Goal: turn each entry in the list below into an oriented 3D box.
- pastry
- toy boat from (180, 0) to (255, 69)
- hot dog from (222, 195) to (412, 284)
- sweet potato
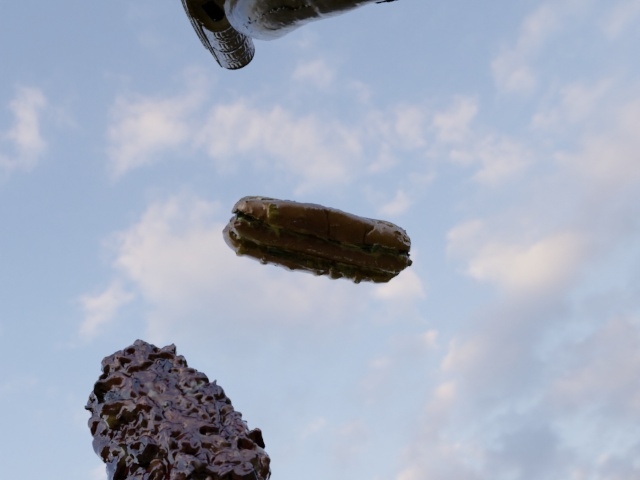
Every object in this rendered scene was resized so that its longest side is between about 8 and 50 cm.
[{"bbox_3d":[-0.123,0.173,0.685,0.115,0.208,0.097,0,-62,-43],"label":"pastry"},{"bbox_3d":[-0.140,-0.302,1.105,0.068,0.088,0.226,-37,-18,-4],"label":"toy boat"},{"bbox_3d":[0.000,0.000,1.123,0.268,0.072,0.115,10,-59,-9],"label":"hot dog"},{"bbox_3d":[0.002,-0.284,0.903,0.285,0.085,0.112,-7,-2,35],"label":"sweet potato"}]
